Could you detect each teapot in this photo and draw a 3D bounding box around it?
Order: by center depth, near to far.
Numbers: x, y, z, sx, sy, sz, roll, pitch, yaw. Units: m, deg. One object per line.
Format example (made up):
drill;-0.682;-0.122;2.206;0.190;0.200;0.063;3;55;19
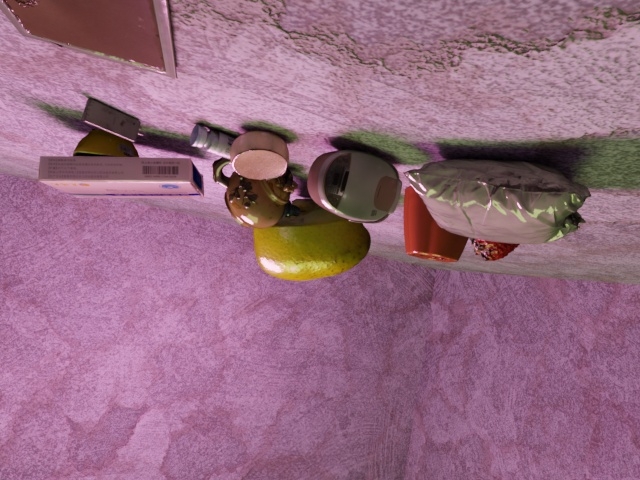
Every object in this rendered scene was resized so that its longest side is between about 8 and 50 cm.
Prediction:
teapot;-0.154;-0.135;1.162;0.183;0.173;0.269;-29;131;21

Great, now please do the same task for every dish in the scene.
dish;-0.528;-0.229;1.119;0.149;0.079;0.208;-1;176;15

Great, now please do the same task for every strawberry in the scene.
strawberry;0.542;-0.008;1.371;0.131;0.148;0.131;52;-179;-2

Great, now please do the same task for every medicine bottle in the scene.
medicine bottle;-0.186;-0.199;0.973;0.191;0.051;0.051;15;173;-36

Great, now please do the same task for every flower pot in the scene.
flower pot;0.292;-0.038;1.128;0.191;0.173;0.190;12;175;1

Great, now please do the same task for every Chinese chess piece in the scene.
Chinese chess piece;-0.125;-0.175;0.921;0.122;0.051;0.122;-3;157;-1

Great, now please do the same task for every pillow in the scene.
pillow;0.334;-0.074;0.845;0.310;0.138;0.283;10;175;32

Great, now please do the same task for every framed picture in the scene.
framed picture;-0.282;-0.277;0.521;0.217;0.015;0.273;11;175;-15

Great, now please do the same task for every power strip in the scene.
power strip;-0.430;-0.246;0.931;0.019;0.050;0.136;11;177;33

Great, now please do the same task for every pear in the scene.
pear;0.000;0.000;1.362;0.319;0.238;0.342;3;-161;21

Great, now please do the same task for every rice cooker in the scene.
rice cooker;0.070;-0.113;0.920;0.207;0.144;0.127;11;-172;-38

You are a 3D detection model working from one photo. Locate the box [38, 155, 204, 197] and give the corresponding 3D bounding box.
box;-0.485;-0.156;1.132;0.344;0.065;0.200;0;174;-6
